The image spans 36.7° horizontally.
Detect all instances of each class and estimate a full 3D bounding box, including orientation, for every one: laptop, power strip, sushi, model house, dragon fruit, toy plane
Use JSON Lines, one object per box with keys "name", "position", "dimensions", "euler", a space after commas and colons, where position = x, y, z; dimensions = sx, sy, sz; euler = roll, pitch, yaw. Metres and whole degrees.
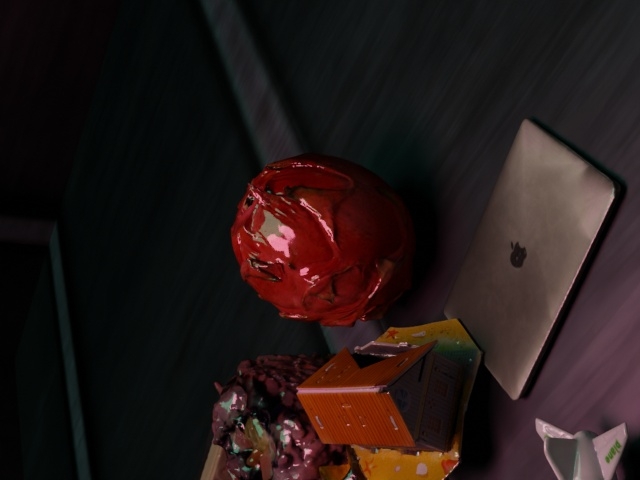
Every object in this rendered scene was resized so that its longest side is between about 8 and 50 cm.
{"name": "laptop", "position": [0.226, 0.018, 1.078], "dimensions": [0.188, 0.015, 0.269], "euler": [54, 131, 53]}
{"name": "power strip", "position": [-0.139, 0.356, 1.610], "dimensions": [0.070, 0.105, 0.257], "euler": [48, 126, 54]}
{"name": "sushi", "position": [-0.041, 0.291, 1.367], "dimensions": [0.270, 0.170, 0.237], "euler": [35, 114, 55]}
{"name": "model house", "position": [0.057, 0.169, 1.131], "dimensions": [0.219, 0.136, 0.207], "euler": [-8, 60, 47]}
{"name": "dragon fruit", "position": [0.006, 0.002, 1.263], "dimensions": [0.241, 0.252, 0.241], "euler": [-49, -4, -4]}
{"name": "toy plane", "position": [0.250, 0.292, 0.882], "dimensions": [0.251, 0.101, 0.255], "euler": [-13, 76, 61]}

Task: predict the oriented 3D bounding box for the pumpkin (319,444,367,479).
{"name": "pumpkin", "position": [0.060, 0.359, 1.200], "dimensions": [0.149, 0.130, 0.254], "euler": [51, 127, 55]}
